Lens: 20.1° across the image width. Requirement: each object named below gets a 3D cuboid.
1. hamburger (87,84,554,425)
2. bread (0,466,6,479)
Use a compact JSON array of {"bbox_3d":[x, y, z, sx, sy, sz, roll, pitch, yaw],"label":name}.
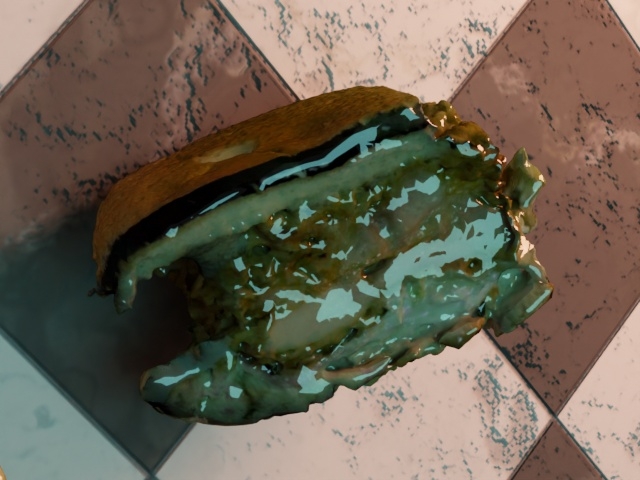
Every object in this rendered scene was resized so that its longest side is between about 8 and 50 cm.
[{"bbox_3d":[0.000,0.000,1.135,0.288,0.192,0.167,-21,104,-5],"label":"hamburger"},{"bbox_3d":[-0.261,0.244,1.013,0.239,0.111,0.246,-28,109,-29],"label":"bread"}]
